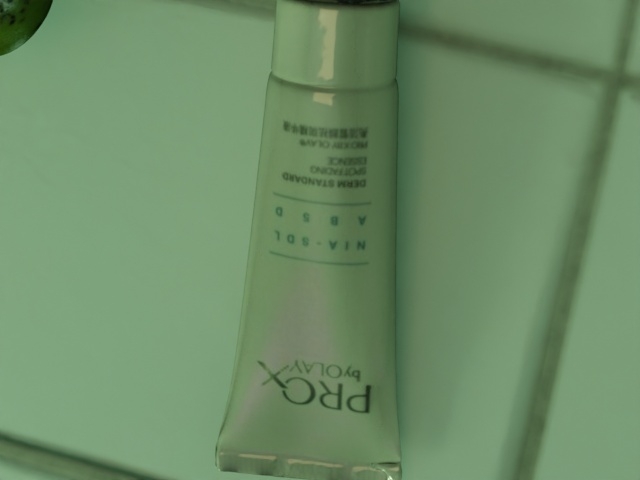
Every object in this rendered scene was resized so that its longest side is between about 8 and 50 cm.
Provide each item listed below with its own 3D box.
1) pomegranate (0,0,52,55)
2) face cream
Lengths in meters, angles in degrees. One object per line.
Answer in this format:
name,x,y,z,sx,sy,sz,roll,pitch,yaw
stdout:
pomegranate,-0.151,-0.144,0.830,0.142,0.114,0.114,-12,96,-7
face cream,0.000,0.000,0.835,0.092,0.058,0.243,6,107,10
